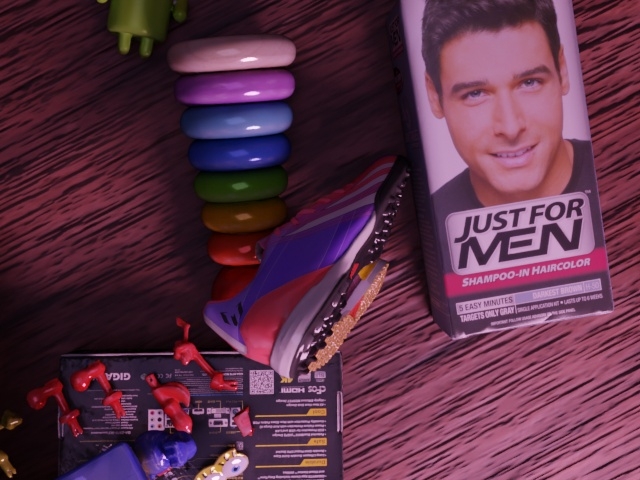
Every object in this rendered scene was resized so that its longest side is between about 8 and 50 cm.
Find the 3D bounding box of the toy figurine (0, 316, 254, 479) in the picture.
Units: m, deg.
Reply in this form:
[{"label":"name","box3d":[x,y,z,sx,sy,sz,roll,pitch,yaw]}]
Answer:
[{"label":"toy figurine","box3d":[-0.248,0.229,0.804,0.363,0.217,0.191,-27,87,-5]}]

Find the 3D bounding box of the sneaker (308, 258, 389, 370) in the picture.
[{"label":"sneaker","box3d":[0.000,0.070,0.935,0.084,0.069,0.185,30,48,17]}]

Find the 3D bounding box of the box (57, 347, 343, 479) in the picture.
[{"label":"box","box3d":[-0.133,0.252,0.954,0.322,0.079,0.257,-1,87,-3]}]

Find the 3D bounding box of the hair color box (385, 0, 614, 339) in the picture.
[{"label":"hair color box","box3d":[0.199,-0.093,0.944,0.186,0.113,0.374,-10,94,-2]}]

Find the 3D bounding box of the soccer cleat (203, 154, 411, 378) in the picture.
[{"label":"soccer cleat","box3d":[0.000,0.000,0.883,0.117,0.108,0.318,24,51,12]}]

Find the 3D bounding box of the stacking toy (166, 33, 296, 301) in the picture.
[{"label":"stacking toy","box3d":[-0.083,-0.057,0.931,0.141,0.141,0.330,-6,101,-3]}]

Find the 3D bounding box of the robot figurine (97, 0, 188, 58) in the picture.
[{"label":"robot figurine","box3d":[-0.200,-0.264,0.931,0.101,0.067,0.115,10,93,-14]}]
